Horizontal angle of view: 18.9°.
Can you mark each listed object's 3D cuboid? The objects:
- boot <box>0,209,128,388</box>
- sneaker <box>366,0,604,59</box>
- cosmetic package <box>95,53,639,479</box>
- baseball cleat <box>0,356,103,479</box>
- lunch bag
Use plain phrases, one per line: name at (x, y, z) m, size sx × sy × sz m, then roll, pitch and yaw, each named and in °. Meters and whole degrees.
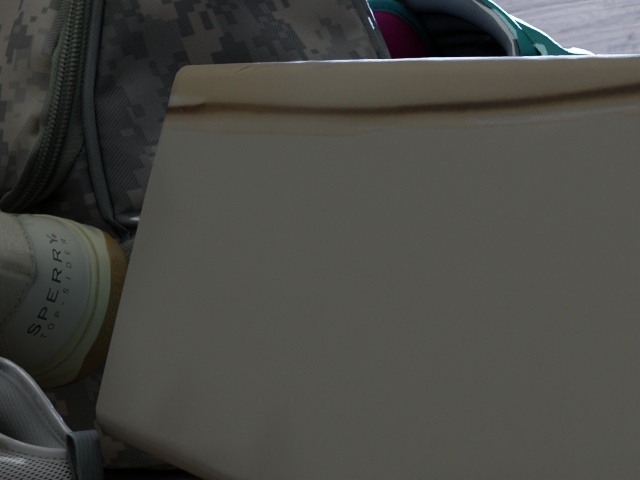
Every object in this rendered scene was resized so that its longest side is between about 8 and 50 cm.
boot at (-0.192, 0.004, 0.625) m, size 0.213 × 0.077 × 0.165 m, roll -3°, pitch -17°, yaw 33°
sneaker at (0.042, -0.045, 1.022) m, size 0.178 × 0.124 × 0.295 m, roll 29°, pitch -30°, yaw -33°
cosmetic package at (0.081, 0.029, 0.438) m, size 0.160 × 0.113 × 0.309 m, roll 14°, pitch -3°, yaw -28°
baseball cleat at (-0.149, 0.079, 0.579) m, size 0.206 × 0.109 × 0.072 m, roll -1°, pitch -4°, yaw 24°
lunch bag at (-0.108, -0.043, 0.902) m, size 0.212 × 0.256 × 0.305 m, roll -18°, pitch 11°, yaw -37°
